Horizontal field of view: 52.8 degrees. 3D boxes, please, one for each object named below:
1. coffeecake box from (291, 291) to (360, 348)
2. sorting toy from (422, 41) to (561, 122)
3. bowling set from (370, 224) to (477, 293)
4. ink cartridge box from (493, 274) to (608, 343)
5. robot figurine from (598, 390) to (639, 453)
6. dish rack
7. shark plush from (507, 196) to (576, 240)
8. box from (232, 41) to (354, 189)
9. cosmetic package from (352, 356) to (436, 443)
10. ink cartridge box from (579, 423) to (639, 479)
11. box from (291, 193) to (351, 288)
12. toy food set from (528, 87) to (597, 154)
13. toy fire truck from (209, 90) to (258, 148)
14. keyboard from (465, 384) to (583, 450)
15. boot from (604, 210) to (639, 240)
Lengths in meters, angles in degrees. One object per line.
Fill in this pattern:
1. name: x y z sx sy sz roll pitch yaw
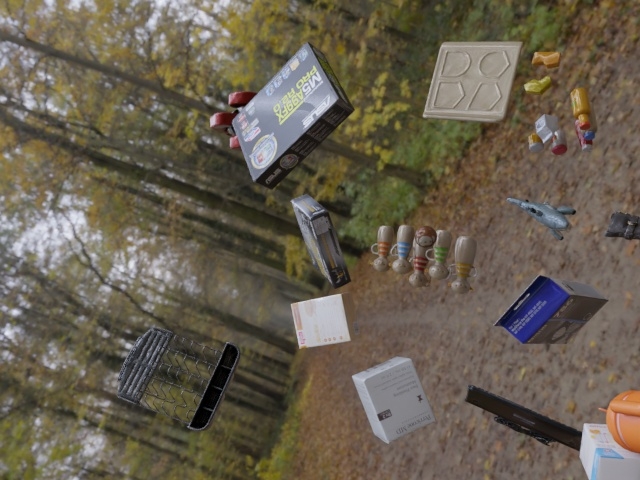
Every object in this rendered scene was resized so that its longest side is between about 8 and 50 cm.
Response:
1. coffeecake box: 0.014 0.244 1.963 0.068 0.186 0.142 -4 -99 -59
2. sorting toy: 0.423 -0.391 1.597 0.041 0.308 0.228 34 -110 -57
3. bowling set: 0.250 0.044 1.642 0.200 0.287 0.154 17 -99 -71
4. ink cartridge box: 0.557 0.172 1.536 0.333 0.065 0.165 10 -56 -46
5. robot figurine: 0.660 0.360 1.262 0.219 0.158 0.128 158 102 -65
6. dish rack: -0.335 0.310 1.494 0.074 0.272 0.208 80 -150 -61
7. shark plush: 0.486 -0.068 1.414 0.067 0.161 0.073 2 -54 -46
8. box: -0.070 -0.279 1.446 0.270 0.060 0.216 -41 50 24
9. cosmetic package: 0.200 0.436 1.784 0.151 0.151 0.183 139 109 -78
10. ink cartridge box: 0.622 0.463 1.390 0.143 0.092 0.089 -67 -22 -72
11. box: 0.000 0.000 1.826 0.183 0.056 0.230 43 154 61
12. toy food set: 0.614 -0.264 1.607 0.232 0.111 0.104 128 149 -59
13. toy fire truck: -0.203 -0.363 2.045 0.254 0.303 0.169 178 89 -68
14. keyboard: 0.540 0.476 1.715 0.033 0.317 0.201 -59 -22 -25
15. boot: 1.093 -0.062 2.151 0.263 0.229 0.091 -34 -49 -40
